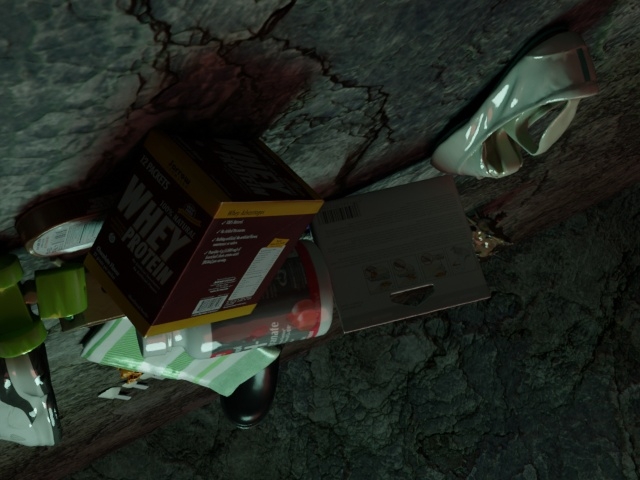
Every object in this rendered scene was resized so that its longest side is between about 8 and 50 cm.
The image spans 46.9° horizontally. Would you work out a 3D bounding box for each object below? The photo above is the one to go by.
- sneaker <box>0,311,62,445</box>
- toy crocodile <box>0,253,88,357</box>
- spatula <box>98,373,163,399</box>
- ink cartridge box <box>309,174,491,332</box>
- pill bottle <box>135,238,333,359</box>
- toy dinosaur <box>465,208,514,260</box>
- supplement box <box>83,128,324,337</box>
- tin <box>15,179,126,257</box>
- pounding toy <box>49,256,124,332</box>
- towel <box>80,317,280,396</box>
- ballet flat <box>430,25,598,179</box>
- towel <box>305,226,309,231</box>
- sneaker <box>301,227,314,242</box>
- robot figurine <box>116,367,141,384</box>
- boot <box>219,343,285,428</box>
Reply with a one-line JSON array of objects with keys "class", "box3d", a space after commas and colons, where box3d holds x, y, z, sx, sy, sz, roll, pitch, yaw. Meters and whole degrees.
[{"class": "sneaker", "box3d": [-0.572, 0.252, 1.199, 0.258, 0.169, 0.447, -12, 155, -20]}, {"class": "toy crocodile", "box3d": [-0.447, 0.098, 0.883, 0.341, 0.115, 0.105, -21, -156, -18]}, {"class": "spatula", "box3d": [-0.537, 0.420, 2.138, 0.168, 0.019, 0.242, -31, 168, -7]}, {"class": "ink cartridge box", "box3d": [0.136, 0.024, 1.312, 0.275, 0.238, 0.060, -13, 164, -8]}, {"class": "pill bottle", "box3d": [-0.153, 0.104, 1.258, 0.319, 0.176, 0.176, -9, 161, -19]}, {"class": "toy dinosaur", "box3d": [0.426, -0.006, 2.135, 0.296, 0.127, 0.200, -21, 165, 36]}, {"class": "supplement box", "box3d": [-0.136, -0.012, 0.875, 0.191, 0.129, 0.194, -6, 135, -56]}, {"class": "tin", "box3d": [-0.268, -0.028, 0.895, 0.190, 0.040, 0.106, -18, 169, -31]}, {"class": "pounding toy", "box3d": [-0.326, 0.069, 1.063, 0.141, 0.100, 0.130, -13, 175, -38]}, {"class": "towel", "box3d": [-0.279, 0.219, 1.440, 0.325, 0.038, 0.248, 21, 142, -22]}, {"class": "ballet flat", "box3d": [0.301, -0.177, 1.197, 0.139, 0.139, 0.400, -20, 166, -26]}, {"class": "towel", "box3d": [-0.038, -0.026, 1.389, 0.060, 0.009, 0.083, -20, 165, -28]}, {"class": "sneaker", "box3d": [0.000, 0.000, 1.426, 0.052, 0.058, 0.135, -43, 176, -23]}, {"class": "robot figurine", "box3d": [-0.312, 0.217, 1.631, 0.291, 0.085, 0.211, -23, 167, -14]}, {"class": "boot", "box3d": [-0.143, 0.258, 1.624, 0.131, 0.347, 0.260, 11, 176, -5]}]
